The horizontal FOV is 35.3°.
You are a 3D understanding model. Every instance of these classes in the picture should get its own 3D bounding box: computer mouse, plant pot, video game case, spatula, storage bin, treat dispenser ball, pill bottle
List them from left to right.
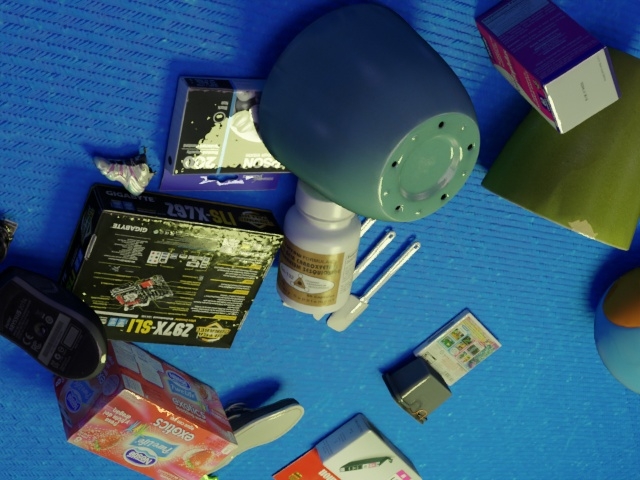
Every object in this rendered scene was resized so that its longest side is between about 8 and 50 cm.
[{"bbox_3d":[-0.427,0.103,1.538,0.272,0.072,0.188,38,113,2],"label":"computer mouse"},{"bbox_3d":[0.000,0.000,1.687,0.131,0.131,0.229,-8,130,-21],"label":"pill bottle"},{"bbox_3d":[0.064,0.062,1.853,0.168,0.019,0.242,31,109,-35],"label":"spatula"},{"bbox_3d":[0.092,-0.164,1.485,0.293,0.235,0.293,-23,138,-23],"label":"plant pot"},{"bbox_3d":[0.206,0.308,2.067,0.091,0.098,0.135,-38,133,10],"label":"storage bin"},{"bbox_3d":[0.287,0.225,2.098,0.143,0.019,0.157,-40,133,8],"label":"video game case"},{"bbox_3d":[0.457,-0.173,1.708,0.274,0.275,0.293,16,102,-35],"label":"plant pot"},{"bbox_3d":[0.717,0.187,2.091,0.288,0.288,0.288,-14,132,-16],"label":"treat dispenser ball"}]

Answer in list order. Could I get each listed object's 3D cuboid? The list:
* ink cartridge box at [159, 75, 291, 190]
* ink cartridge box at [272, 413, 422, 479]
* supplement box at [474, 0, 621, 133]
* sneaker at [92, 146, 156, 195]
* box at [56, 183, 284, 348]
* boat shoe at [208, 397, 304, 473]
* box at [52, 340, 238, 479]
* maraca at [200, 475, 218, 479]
[{"bbox_3d":[-0.131,-0.152,1.554,0.206,0.045,0.208,-3,129,-26],"label":"ink cartridge box"},{"bbox_3d":[0.063,0.521,2.208,0.239,0.060,0.275,-37,134,4],"label":"ink cartridge box"},{"bbox_3d":[0.349,-0.285,1.559,0.114,0.220,0.111,-32,134,3],"label":"supplement box"},{"bbox_3d":[-0.289,-0.117,1.514,0.069,0.038,0.098,-47,136,8],"label":"sneaker"},{"bbox_3d":[-0.251,0.051,1.644,0.322,0.079,0.257,8,125,-31],"label":"box"},{"bbox_3d":[-0.154,0.367,1.956,0.254,0.079,0.095,-32,137,4],"label":"boat shoe"},{"bbox_3d":[-0.307,0.305,1.778,0.142,0.154,0.300,-41,135,11],"label":"box"},{"bbox_3d":[-0.256,0.556,2.057,0.127,0.099,0.186,-8,104,-23],"label":"maraca"}]
